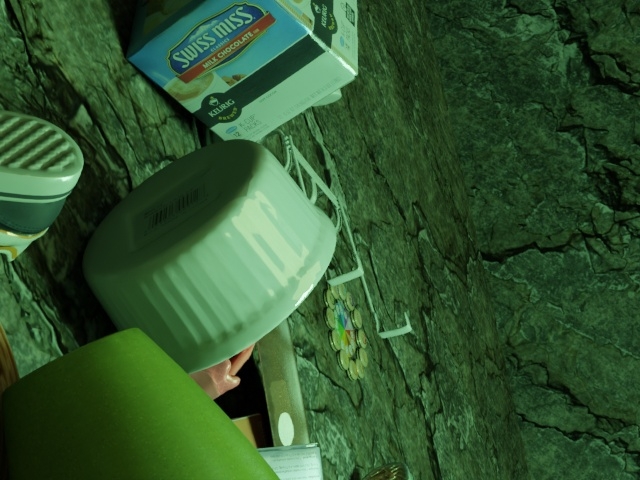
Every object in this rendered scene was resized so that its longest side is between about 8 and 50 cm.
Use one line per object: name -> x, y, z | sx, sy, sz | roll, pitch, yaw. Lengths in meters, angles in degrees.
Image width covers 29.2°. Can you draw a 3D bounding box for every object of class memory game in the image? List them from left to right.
memory game -> 0.046, 0.158, 2.171 | 0.186, 0.012, 0.186 | -16, 90, -72

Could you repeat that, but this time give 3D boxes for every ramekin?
ramekin -> -0.133, 0.009, 1.379 | 0.135, 0.277, 0.277 | 55, 25, -26

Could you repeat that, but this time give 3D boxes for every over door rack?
over door rack -> 0.000, 0.000, 1.971 | 0.324, 0.108, 0.239 | 61, 8, 34

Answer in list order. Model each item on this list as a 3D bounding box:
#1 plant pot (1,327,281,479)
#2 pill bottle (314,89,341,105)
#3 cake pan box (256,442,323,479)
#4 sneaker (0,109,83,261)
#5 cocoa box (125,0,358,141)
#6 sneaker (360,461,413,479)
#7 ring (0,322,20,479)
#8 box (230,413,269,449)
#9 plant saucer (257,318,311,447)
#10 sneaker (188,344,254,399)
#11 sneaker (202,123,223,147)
plant pot -> -0.160, 0.238, 1.092 | 0.294, 0.274, 0.275 | 62, 17, 6
pill bottle -> -0.013, -0.339, 2.276 | 0.094, 0.094, 0.169 | 13, 63, -69
cake pan box -> -0.105, 0.347, 1.290 | 0.266, 0.070, 0.246 | 1, 73, -37
sneaker -> -0.354, -0.048, 0.948 | 0.321, 0.127, 0.126 | 13, 37, -29
cocoa box -> -0.103, -0.353, 1.748 | 0.228, 0.231, 0.347 | 40, 36, -34
sneaker -> 0.095, 0.486, 1.911 | 0.121, 0.108, 0.302 | 64, 29, -31
ring -> -0.350, 0.135, 1.011 | 0.336, 0.032, 0.337 | -17, 90, -71
box -> -0.126, 0.281, 1.444 | 0.170, 0.091, 0.130 | 3, 72, -70
plant saucer -> -0.046, 0.222, 1.620 | 0.310, 0.050, 0.311 | 169, -90, -87
sneaker -> -0.125, 0.108, 1.518 | 0.314, 0.136, 0.116 | -75, 146, -57
sneaker -> -0.094, -0.089, 1.821 | 0.101, 0.106, 0.267 | -20, 93, -70
